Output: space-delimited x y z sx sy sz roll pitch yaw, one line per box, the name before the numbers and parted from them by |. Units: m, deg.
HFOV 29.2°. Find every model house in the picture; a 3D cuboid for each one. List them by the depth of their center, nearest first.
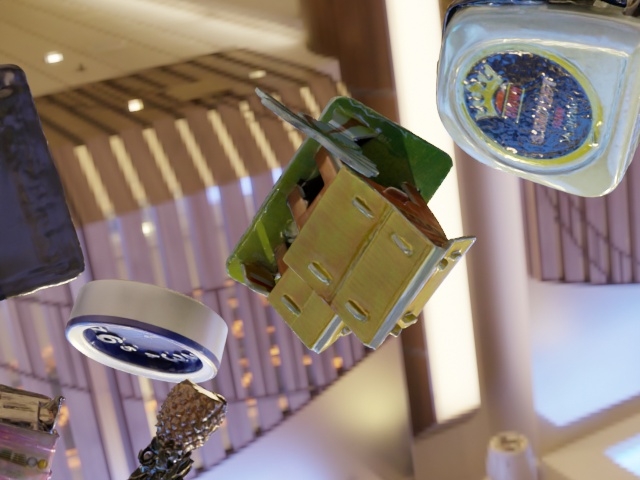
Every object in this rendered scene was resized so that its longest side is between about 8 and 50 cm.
model house | 0.000 0.000 1.519 0.340 0.300 0.323 27 -163 -22

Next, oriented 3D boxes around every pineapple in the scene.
pineapple | -0.167 0.234 1.361 0.074 0.159 0.074 29 178 1

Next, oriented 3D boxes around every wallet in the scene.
wallet | -0.418 -0.035 1.207 0.323 0.247 0.041 -15 -161 -7

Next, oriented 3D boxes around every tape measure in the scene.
tape measure | 0.201 -0.169 1.074 0.207 0.235 0.115 23 -129 19

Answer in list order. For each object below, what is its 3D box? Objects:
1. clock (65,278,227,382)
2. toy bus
clock | -0.254 0.135 1.808 0.230 0.230 0.083 1 -118 23
toy bus | -0.323 0.213 1.271 0.090 0.112 0.274 17 177 -13
